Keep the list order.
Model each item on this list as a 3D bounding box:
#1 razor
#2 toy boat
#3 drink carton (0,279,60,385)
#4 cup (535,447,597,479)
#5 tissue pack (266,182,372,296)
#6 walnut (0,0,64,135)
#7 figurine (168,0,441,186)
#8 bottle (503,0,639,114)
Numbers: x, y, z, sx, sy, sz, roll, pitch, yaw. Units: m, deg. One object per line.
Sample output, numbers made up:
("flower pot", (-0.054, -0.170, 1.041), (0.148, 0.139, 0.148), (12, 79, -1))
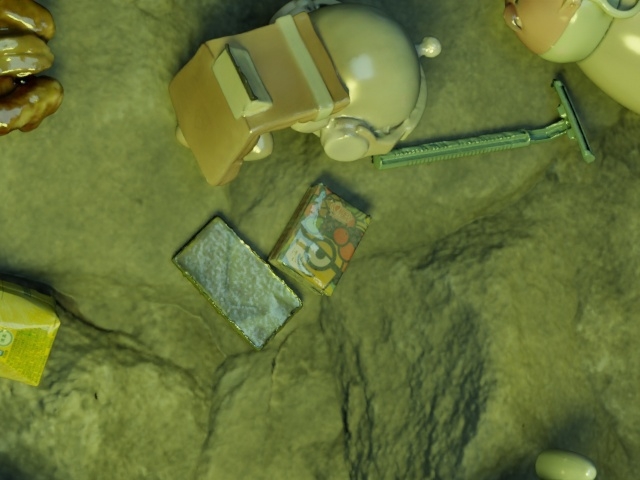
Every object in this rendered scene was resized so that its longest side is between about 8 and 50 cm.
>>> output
("razor", (0.147, -0.091, 1.516), (0.211, 0.036, 0.084), (-12, 66, -14))
("toy boat", (-0.073, 0.038, 1.432), (0.063, 0.016, 0.115), (-45, 100, -16))
("drink carton", (-0.315, 0.054, 1.311), (0.200, 0.084, 0.075), (19, 103, -18))
("cup", (0.136, 0.307, 1.403), (0.167, 0.173, 0.300), (39, 75, -14))
("tissue pack", (0.000, 0.000, 1.451), (0.063, 0.035, 0.083), (34, 74, -14))
("walnut", (-0.300, -0.140, 1.336), (0.170, 0.069, 0.143), (-4, 86, -21))
("figurine", (-0.004, -0.134, 1.415), (0.236, 0.141, 0.163), (-20, 71, -30))
("bottle", (0.280, -0.203, 1.511), (0.236, 0.147, 0.148), (20, 80, -12))
